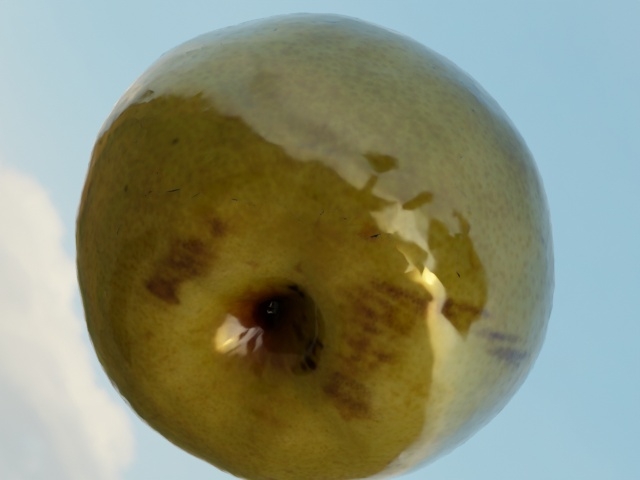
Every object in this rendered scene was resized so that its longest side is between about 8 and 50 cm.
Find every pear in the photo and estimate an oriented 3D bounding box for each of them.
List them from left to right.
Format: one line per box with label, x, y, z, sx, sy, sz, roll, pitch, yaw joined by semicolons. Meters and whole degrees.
pear;0.000;0.000;0.839;0.209;0.209;0.209;48;-23;28
